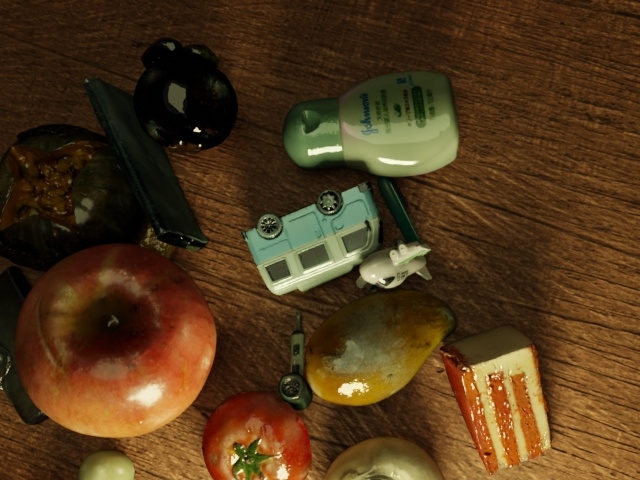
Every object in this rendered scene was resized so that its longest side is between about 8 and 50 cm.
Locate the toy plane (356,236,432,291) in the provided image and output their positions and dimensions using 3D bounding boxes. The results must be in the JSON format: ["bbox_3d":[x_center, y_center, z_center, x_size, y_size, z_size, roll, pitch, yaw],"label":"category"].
[{"bbox_3d":[0.146,0.051,1.422,0.174,0.174,0.080,-25,71,1],"label":"toy plane"}]

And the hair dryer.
[{"bbox_3d":[-0.048,0.230,1.456,0.057,0.100,0.197,-3,64,5],"label":"hair dryer"}]

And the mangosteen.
[{"bbox_3d":[-0.276,-0.294,1.509,0.243,0.243,0.242,-1,79,6],"label":"mangosteen"}]

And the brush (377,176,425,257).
[{"bbox_3d":[0.173,-0.050,1.505,0.032,0.043,0.193,-24,82,-32],"label":"brush"}]

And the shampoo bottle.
[{"bbox_3d":[0.096,-0.228,1.489,0.350,0.151,0.221,-6,74,6],"label":"shampoo bottle"}]

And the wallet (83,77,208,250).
[{"bbox_3d":[-0.354,-0.152,1.501,0.046,0.191,0.378,-32,75,14],"label":"wallet"}]

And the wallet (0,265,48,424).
[{"bbox_3d":[-0.624,0.219,1.535,0.172,0.045,0.318,-38,76,-4],"label":"wallet"}]

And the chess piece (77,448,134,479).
[{"bbox_3d":[-0.428,0.532,1.413,0.145,0.144,0.251,2,74,7],"label":"chess piece"}]

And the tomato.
[{"bbox_3d":[-0.128,0.397,1.387,0.225,0.085,0.224,3,99,19],"label":"tomato"}]

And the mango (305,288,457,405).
[{"bbox_3d":[0.115,0.197,1.411,0.317,0.146,0.192,-28,81,-10],"label":"mango"}]

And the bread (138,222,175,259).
[{"bbox_3d":[-0.347,0.024,1.537,0.074,0.053,0.132,23,84,10],"label":"bread"}]

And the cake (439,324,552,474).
[{"bbox_3d":[0.343,0.294,1.357,0.158,0.159,0.261,-20,79,-1],"label":"cake"}]

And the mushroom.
[{"bbox_3d":[0.109,0.483,1.328,0.246,0.202,0.245,-2,84,15],"label":"mushroom"}]

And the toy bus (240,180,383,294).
[{"bbox_3d":[0.000,0.000,1.467,0.272,0.133,0.164,-22,83,4],"label":"toy bus"}]

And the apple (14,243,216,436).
[{"bbox_3d":[-0.376,0.193,1.370,0.364,0.364,0.363,-1,79,6],"label":"apple"}]

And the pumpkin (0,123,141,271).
[{"bbox_3d":[-0.519,-0.084,1.498,0.321,0.192,0.320,-4,70,10],"label":"pumpkin"}]
